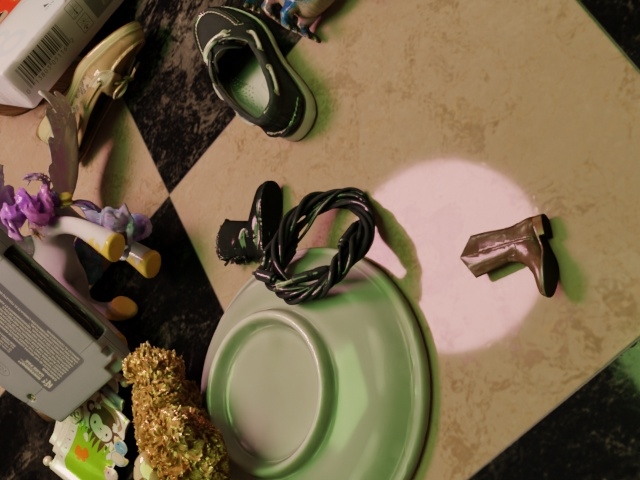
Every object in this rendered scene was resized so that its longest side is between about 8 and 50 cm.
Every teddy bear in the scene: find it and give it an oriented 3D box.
[{"bbox_3d":[-0.210,0.261,1.472,0.338,0.113,0.245,-122,28,-54],"label":"teddy bear"}]

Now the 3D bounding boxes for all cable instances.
[{"bbox_3d":[0.000,0.000,1.419,0.184,0.047,0.150,-47,36,-15],"label":"cable"}]

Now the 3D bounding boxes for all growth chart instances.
[{"bbox_3d":[-0.358,0.289,1.698,0.172,0.021,0.237,21,106,30],"label":"growth chart"}]

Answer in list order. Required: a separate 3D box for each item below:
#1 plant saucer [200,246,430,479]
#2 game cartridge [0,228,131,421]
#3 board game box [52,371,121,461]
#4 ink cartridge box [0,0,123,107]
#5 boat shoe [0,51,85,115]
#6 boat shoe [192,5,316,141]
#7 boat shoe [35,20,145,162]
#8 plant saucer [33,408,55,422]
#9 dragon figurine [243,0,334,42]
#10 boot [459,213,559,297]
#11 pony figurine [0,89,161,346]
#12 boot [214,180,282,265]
[{"bbox_3d":[-0.043,0.200,1.431,0.400,0.100,0.401,-10,74,40],"label":"plant saucer"},{"bbox_3d":[-0.447,0.129,1.627,0.297,0.062,0.198,45,124,-10],"label":"game cartridge"},{"bbox_3d":[-0.375,0.256,1.766,0.126,0.026,0.186,0,81,42],"label":"board game box"},{"bbox_3d":[-0.534,-0.384,1.913,0.385,0.091,0.308,14,62,42],"label":"ink cartridge box"},{"bbox_3d":[-0.521,-0.303,1.965,0.285,0.102,0.092,-17,75,45],"label":"boat shoe"},{"bbox_3d":[-0.116,-0.260,1.596,0.302,0.091,0.114,46,112,38],"label":"boat shoe"},{"bbox_3d":[-0.366,-0.247,1.827,0.089,0.104,0.285,45,122,2],"label":"boat shoe"},{"bbox_3d":[-0.450,0.217,1.816,0.168,0.029,0.168,-22,63,50],"label":"plant saucer"},{"bbox_3d":[-0.037,-0.377,1.551,0.289,0.085,0.144,34,102,36],"label":"dragon figurine"},{"bbox_3d":[0.217,0.030,1.273,0.114,0.037,0.106,-20,55,35],"label":"boot"},{"bbox_3d":[-0.425,-0.018,1.704,0.363,0.303,0.351,23,124,28],"label":"pony figurine"},{"bbox_3d":[-0.104,-0.023,1.571,0.099,0.045,0.121,-5,79,44],"label":"boot"}]
